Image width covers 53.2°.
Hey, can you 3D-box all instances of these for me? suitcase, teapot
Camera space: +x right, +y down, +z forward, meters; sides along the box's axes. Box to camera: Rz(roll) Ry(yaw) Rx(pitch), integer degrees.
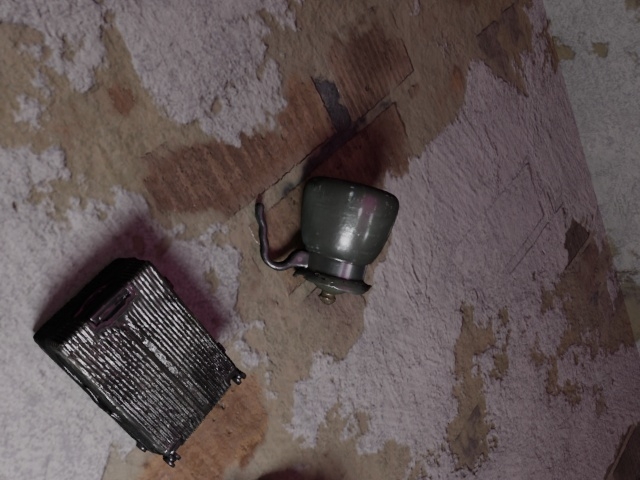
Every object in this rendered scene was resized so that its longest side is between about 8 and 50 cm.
[{"bbox_3d":[-0.329,0.219,1.185,0.229,0.152,0.335,-50,120,-30],"label":"suitcase"},{"bbox_3d":[0.019,0.004,1.449,0.305,0.223,0.285,11,91,-45],"label":"teapot"}]
